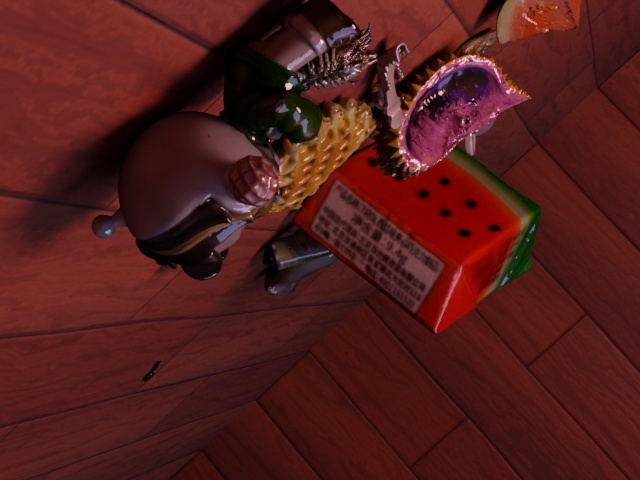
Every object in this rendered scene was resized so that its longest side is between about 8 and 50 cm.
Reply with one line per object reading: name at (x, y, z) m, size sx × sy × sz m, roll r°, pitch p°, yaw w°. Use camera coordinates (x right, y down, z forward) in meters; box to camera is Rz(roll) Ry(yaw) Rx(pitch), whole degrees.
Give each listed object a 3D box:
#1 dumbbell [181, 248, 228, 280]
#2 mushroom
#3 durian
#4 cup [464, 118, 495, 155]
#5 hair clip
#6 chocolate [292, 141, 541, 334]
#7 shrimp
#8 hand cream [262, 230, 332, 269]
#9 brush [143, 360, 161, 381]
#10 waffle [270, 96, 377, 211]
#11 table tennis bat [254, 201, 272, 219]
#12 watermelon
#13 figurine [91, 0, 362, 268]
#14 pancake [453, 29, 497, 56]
dumbbell at (-0.180, 0.019, 1.905) m, size 0.069 × 0.069 × 0.147 m, roll -36°, pitch 168°, yaw -29°
mushroom at (-0.023, 0.035, 2.484) m, size 0.225 × 0.093 × 0.116 m, roll -50°, pitch -172°, yaw 20°
durian at (0.187, -0.220, 2.114) m, size 0.260 × 0.153 × 0.186 m, roll -40°, pitch -169°, yaw -23°
cup at (0.281, -0.243, 2.384) m, size 0.136 × 0.099 × 0.133 m, roll -62°, pitch 169°, yaw 2°
hair clip at (0.101, -0.251, 1.889) m, size 0.034 × 0.072 × 0.226 m, roll -45°, pitch 162°, yaw -17°
chocolate at (0.196, -0.040, 2.281) m, size 0.341 × 0.360 × 0.161 m, roll -31°, pitch 152°, yaw -46°
shrimp at (-0.001, -0.231, 1.603) m, size 0.174 × 0.076 × 0.082 m, roll -31°, pitch 126°, yaw -26°
hand cream at (0.000, 0.000, 2.345) m, size 0.235 × 0.086 × 0.055 m, roll -17°, pitch 140°, yaw -10°
brush at (-0.342, 0.268, 2.514) m, size 0.024 × 0.008 × 0.083 m, roll -26°, pitch 163°, yaw -44°
waffle at (-0.018, -0.128, 1.925) m, size 0.250 × 0.056 × 0.261 m, roll -45°, pitch 164°, yaw 22°
table tennis bat at (-0.118, -0.057, 1.841) m, size 0.100 × 0.019 × 0.155 m, roll -5°, pitch 161°, yaw -12°
watermelon at (0.358, -0.408, 2.062) m, size 0.145 × 0.137 × 0.193 m, roll -7°, pitch -173°, yaw 27°
figurine at (-0.099, -0.118, 1.405) m, size 0.370 × 0.167 × 0.281 m, roll -50°, pitch -163°, yaw 2°
pancake at (0.266, -0.331, 2.212) m, size 0.139 × 0.022 × 0.139 m, roll -39°, pitch 170°, yaw -8°
